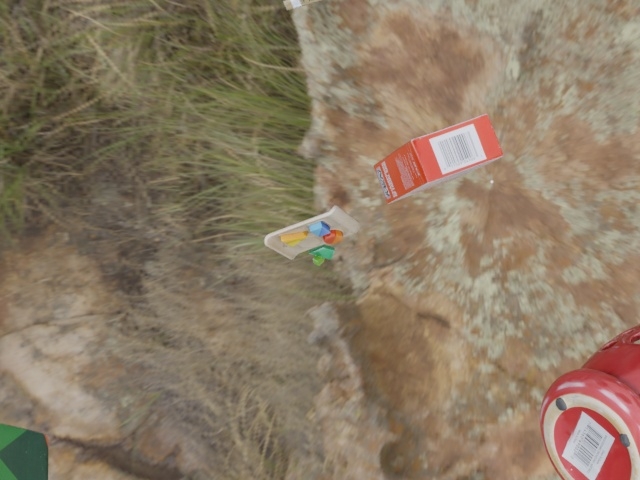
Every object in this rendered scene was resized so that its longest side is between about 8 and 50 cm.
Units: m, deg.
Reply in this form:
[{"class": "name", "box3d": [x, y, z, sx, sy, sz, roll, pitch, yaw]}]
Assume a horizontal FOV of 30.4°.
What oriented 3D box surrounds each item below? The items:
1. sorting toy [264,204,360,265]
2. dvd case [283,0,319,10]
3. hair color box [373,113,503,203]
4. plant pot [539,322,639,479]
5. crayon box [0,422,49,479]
[{"class": "sorting toy", "box3d": [0.000, 0.000, 0.893, 0.062, 0.083, 0.012, -24, 69, 15]}, {"class": "dvd case", "box3d": [0.076, -0.351, 1.432, 0.221, 0.165, 0.018, -9, 124, 32]}, {"class": "hair color box", "box3d": [0.127, -0.088, 1.304, 0.093, 0.167, 0.053, -20, 87, -13]}, {"class": "plant pot", "box3d": [0.358, 0.203, 1.313, 0.191, 0.174, 0.191, 28, 129, 41]}, {"class": "crayon box", "box3d": [-0.463, 0.240, 1.289, 0.202, 0.318, 0.081, -7, 73, 15]}]
